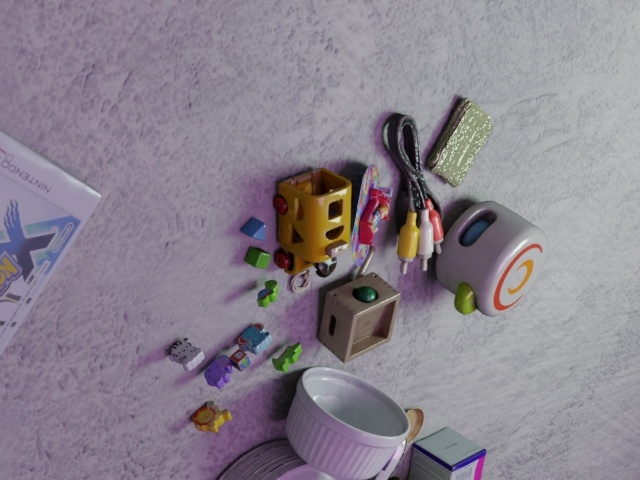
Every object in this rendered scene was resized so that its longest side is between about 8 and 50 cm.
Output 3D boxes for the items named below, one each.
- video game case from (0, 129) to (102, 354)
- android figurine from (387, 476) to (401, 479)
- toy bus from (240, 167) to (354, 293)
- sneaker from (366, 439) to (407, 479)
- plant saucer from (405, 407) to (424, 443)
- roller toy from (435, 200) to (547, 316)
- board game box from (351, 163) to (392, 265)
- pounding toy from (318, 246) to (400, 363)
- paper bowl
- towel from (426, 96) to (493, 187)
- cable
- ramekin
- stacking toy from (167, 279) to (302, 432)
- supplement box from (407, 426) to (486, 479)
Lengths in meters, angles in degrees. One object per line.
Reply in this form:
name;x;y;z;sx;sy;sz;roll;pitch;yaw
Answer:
video game case;-0.453;0.016;1.246;0.329;0.036;0.300;-58;139;-4
android figurine;0.156;0.598;2.089;0.248;0.056;0.272;-25;115;1
toy bus;-0.004;-0.009;1.637;0.202;0.104;0.191;36;85;-48
sneaker;0.048;0.459;1.963;0.124;0.107;0.283;26;83;-42
plant saucer;0.173;0.368;2.090;0.083;0.015;0.083;-22;125;-35
roller toy;0.314;0.030;1.950;0.209;0.146;0.191;-8;126;-49
board game box;0.089;-0.040;1.706;0.133;0.033;0.168;27;72;-74
pounding toy;0.066;0.109;1.795;0.130;0.100;0.141;-22;136;-36
paper bowl;-0.070;0.504;1.821;0.284;0.148;0.284;-24;126;-37
towel;0.249;-0.173;1.863;0.110;0.027;0.148;28;89;-50
cable;0.175;-0.088;1.801;0.139;0.072;0.287;-29;130;-39
ramekin;0.038;0.317;1.790;0.207;0.207;0.109;8;114;-47
stacking toy;-0.131;0.180;1.657;0.221;0.052;0.167;-39;136;-26
supplement box;0.254;0.519;2.183;0.111;0.114;0.220;-14;120;-41
